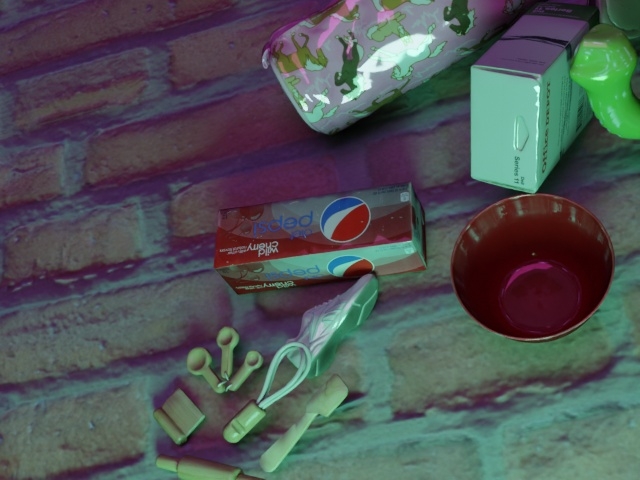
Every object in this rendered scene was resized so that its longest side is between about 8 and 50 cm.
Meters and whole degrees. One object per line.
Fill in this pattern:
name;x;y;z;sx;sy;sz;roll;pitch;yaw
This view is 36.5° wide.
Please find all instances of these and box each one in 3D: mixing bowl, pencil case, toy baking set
mixing bowl;0.248;0.047;1.119;0.181;0.098;0.181;-9;60;16
pencil case;0.110;-0.292;1.274;0.386;0.160;0.167;-32;74;17
toy baking set;-0.097;0.206;1.175;0.256;0.030;0.197;10;76;32

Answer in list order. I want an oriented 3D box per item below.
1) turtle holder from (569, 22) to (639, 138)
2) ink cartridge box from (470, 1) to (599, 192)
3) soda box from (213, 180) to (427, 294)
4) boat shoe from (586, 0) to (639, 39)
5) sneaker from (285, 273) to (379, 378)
turtle holder;0.464;-0.213;1.080;0.320;0.227;0.243;12;49;30
ink cartridge box;0.257;-0.175;1.158;0.086;0.153;0.208;14;38;28
soda box;0.000;0.000;1.244;0.263;0.083;0.092;-8;60;17
boat shoe;0.414;-0.394;1.301;0.116;0.096;0.324;22;71;-14
sneaker;0.012;0.095;1.206;0.061;0.054;0.152;35;79;34
